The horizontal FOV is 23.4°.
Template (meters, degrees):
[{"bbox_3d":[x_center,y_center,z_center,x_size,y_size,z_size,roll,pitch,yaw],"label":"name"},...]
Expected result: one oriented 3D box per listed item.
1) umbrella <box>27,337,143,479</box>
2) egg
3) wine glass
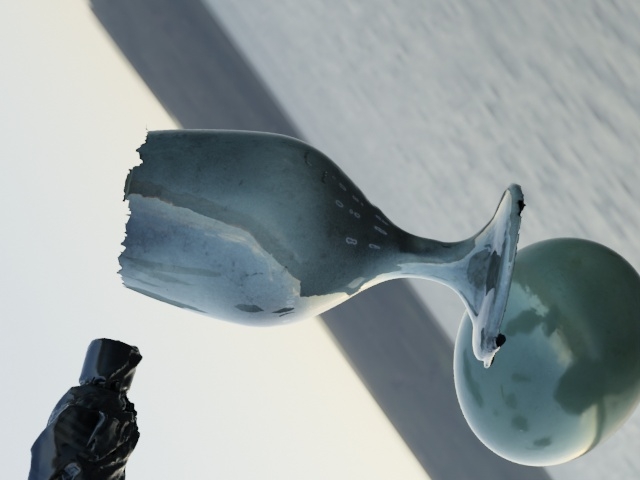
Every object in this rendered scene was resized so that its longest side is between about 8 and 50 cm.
[{"bbox_3d":[-0.230,0.241,1.407,0.128,0.336,0.154,28,162,-30],"label":"umbrella"},{"bbox_3d":[0.178,0.087,1.181,0.149,0.149,0.192,56,141,46],"label":"egg"},{"bbox_3d":[0.000,0.000,0.965,0.241,0.126,0.126,10,-178,0],"label":"wine glass"}]
